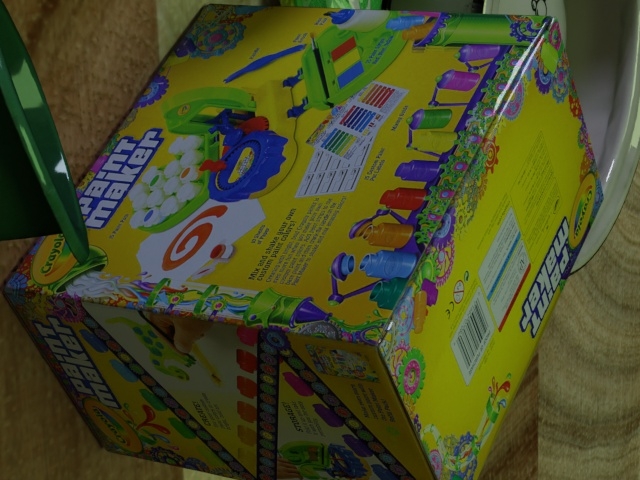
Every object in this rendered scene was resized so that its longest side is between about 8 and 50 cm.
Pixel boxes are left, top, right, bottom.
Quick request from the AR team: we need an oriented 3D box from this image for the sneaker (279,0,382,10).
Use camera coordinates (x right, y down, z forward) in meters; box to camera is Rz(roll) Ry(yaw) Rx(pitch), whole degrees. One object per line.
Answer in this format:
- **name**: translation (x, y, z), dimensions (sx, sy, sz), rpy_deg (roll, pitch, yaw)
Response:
- **sneaker**: translation (0.047, -0.257, 1.268), dimensions (0.109, 0.123, 0.296), rpy_deg (21, 78, -59)

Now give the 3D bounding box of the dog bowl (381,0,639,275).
- **dog bowl**: translation (0.166, -0.174, 1.467), dimensions (0.408, 0.150, 0.408), rpy_deg (-18, 112, -56)

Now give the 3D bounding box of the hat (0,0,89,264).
- **hat**: translation (-0.243, -0.032, 0.923), dimensions (0.173, 0.183, 0.208), rpy_deg (72, -3, -47)

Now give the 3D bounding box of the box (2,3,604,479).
- **box**: translation (0.000, 0.000, 1.091), dimensions (0.290, 0.279, 0.177), rpy_deg (-59, 142, -33)
